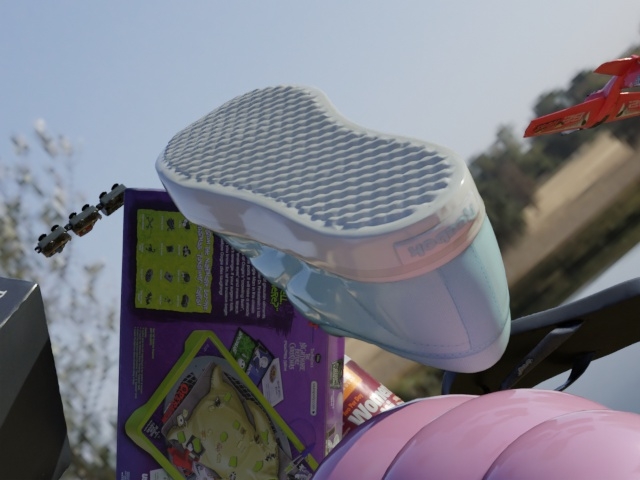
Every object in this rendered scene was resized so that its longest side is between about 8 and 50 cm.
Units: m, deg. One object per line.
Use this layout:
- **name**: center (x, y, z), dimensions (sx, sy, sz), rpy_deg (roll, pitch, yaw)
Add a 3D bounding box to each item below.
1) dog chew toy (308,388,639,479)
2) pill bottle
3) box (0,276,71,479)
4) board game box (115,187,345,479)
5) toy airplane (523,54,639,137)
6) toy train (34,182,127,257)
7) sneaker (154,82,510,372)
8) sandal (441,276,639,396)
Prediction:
- **dog chew toy**: center (0.103, 0.167, 0.795), dimensions (0.206, 0.207, 0.332), rpy_deg (-39, -2, -22)
- **pill bottle**: center (0.025, 0.204, 1.753), dimensions (0.121, 0.221, 0.121), rpy_deg (-50, -7, -9)
- **box**: center (-0.392, 0.162, 1.032), dimensions (0.343, 0.312, 0.179), rpy_deg (-56, -30, -47)
- **board game box**: center (-0.082, 0.129, 1.390), dimensions (0.208, 0.347, 0.056), rpy_deg (4, 4, 24)
- **toy airplane**: center (0.240, -0.121, 1.279), dimensions (0.151, 0.028, 0.151), rpy_deg (-16, -13, -4)
- **toy train**: center (-0.328, -0.025, 2.120), dimensions (0.158, 0.027, 0.036), rpy_deg (-37, -29, -25)
- **sneaker**: center (0.000, 0.000, 1.032), dimensions (0.135, 0.150, 0.366), rpy_deg (-30, 26, -13)
- **sandal**: center (0.235, 0.112, 1.536), dimensions (0.254, 0.054, 0.097), rpy_deg (-27, -45, 11)
